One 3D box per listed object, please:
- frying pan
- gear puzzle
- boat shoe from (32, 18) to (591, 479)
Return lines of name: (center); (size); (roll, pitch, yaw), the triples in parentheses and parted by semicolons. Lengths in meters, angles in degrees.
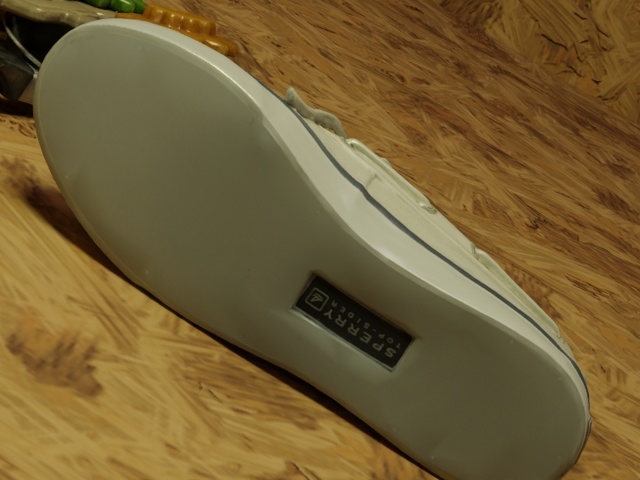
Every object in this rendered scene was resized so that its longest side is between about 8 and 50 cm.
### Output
frying pan: (-0.153, -0.094, 0.996); (0.197, 0.053, 0.326); (31, 18, 8)
gear puzzle: (-0.211, -0.194, 1.072); (0.339, 0.044, 0.175); (23, 14, 20)
boat shoe: (0.006, -0.006, 0.879); (0.367, 0.136, 0.156); (34, 18, 2)
